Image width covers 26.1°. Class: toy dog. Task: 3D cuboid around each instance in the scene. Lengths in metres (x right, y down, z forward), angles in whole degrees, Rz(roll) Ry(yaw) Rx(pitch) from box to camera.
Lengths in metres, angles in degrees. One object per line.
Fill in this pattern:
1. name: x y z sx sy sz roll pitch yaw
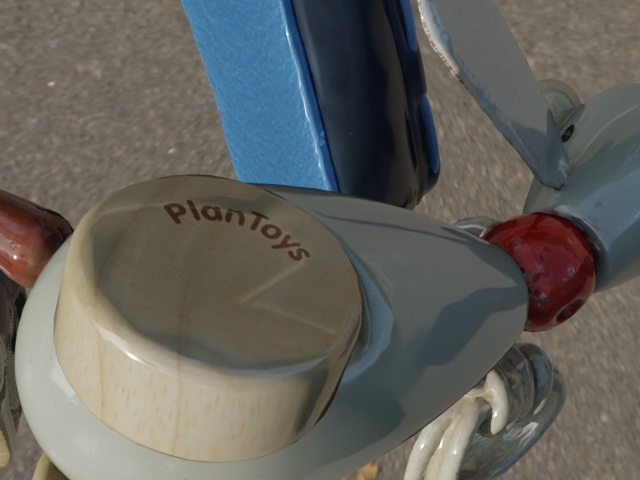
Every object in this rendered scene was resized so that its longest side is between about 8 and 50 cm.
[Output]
1. toy dog: 0.000 0.000 0.502 0.161 0.333 0.220 45 116 21

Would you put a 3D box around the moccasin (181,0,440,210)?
1. moccasin: -0.013 -0.164 0.747 0.116 0.137 0.342 -26 118 -35

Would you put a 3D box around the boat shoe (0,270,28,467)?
1. boat shoe: -0.238 0.081 0.953 0.102 0.285 0.092 27 64 2
